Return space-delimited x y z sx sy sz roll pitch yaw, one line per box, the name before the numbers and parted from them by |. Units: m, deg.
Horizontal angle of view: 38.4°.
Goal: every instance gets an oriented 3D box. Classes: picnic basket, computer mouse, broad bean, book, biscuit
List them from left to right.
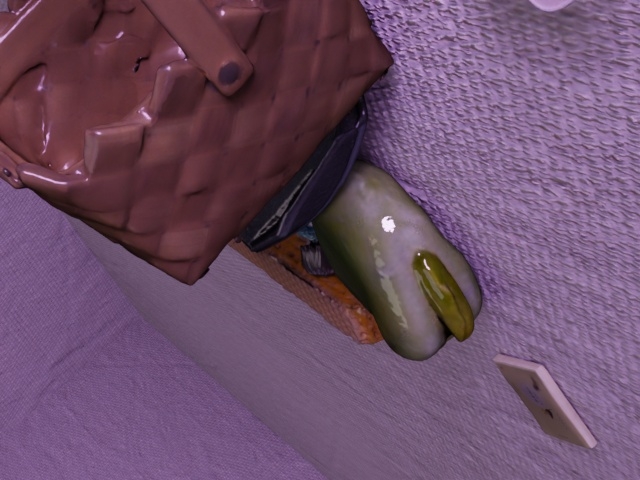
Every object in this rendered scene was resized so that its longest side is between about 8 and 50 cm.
picnic basket | -0.140 -0.165 0.643 0.254 0.291 0.321 33 170 43
biscuit | -0.053 0.019 1.239 0.379 0.054 0.094 34 159 38
computer mouse | -0.020 -0.082 0.824 0.126 0.071 0.231 58 132 30
broad bean | 0.062 0.013 0.883 0.228 0.100 0.169 40 154 29
book | 0.229 0.165 0.943 0.111 0.014 0.077 53 162 -16

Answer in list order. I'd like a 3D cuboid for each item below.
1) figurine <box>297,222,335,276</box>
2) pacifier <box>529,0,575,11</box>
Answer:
figurine | 0.000 0.000 1.096 0.060 0.047 0.106 -1 132 20
pacifier | 0.091 -0.157 0.467 0.099 0.078 0.081 31 135 46
